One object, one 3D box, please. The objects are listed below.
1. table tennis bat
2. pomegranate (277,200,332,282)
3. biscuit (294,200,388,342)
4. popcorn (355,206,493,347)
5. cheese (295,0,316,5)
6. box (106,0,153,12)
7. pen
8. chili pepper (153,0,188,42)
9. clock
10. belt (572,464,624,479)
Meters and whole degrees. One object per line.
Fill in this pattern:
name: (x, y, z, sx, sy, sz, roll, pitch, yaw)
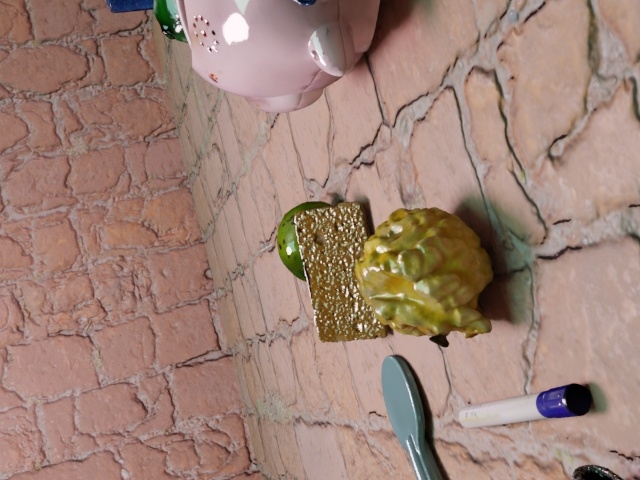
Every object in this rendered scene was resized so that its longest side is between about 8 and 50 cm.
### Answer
table tennis bat: (0.141, 0.296, 1.179, 0.153, 0.040, 0.244, 99, 156, -52)
pomegranate: (-0.013, 0.003, 1.313, 0.169, 0.122, 0.143, 148, 111, -73)
biscuit: (0.034, 0.054, 1.230, 0.025, 0.131, 0.231, -23, -76, -65)
popcorn: (0.126, 0.044, 0.887, 0.180, 0.180, 0.170, 126, 157, -68)
cheese: (0.021, -0.409, 0.778, 0.320, 0.204, 0.083, -61, -7, 22)
box: (-0.343, -0.651, 1.632, 0.116, 0.279, 0.261, -123, 27, -52)
pen: (0.222, 0.194, 0.856, 0.269, 0.033, 0.033, 129, 127, -68)
chili pepper: (-0.199, -0.500, 1.387, 0.248, 0.233, 0.257, -147, 53, -61)
clock: (-0.069, -0.354, 1.019, 0.376, 0.250, 0.368, -146, 48, -66)
belt: (0.294, 0.270, 0.532, 0.359, 0.126, 0.094, -161, 58, -69)
